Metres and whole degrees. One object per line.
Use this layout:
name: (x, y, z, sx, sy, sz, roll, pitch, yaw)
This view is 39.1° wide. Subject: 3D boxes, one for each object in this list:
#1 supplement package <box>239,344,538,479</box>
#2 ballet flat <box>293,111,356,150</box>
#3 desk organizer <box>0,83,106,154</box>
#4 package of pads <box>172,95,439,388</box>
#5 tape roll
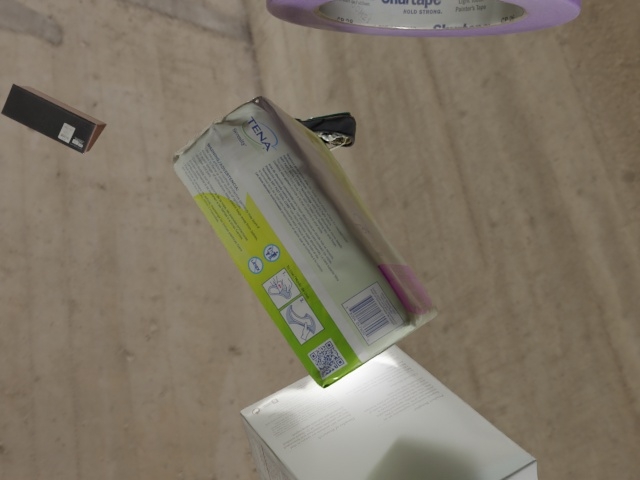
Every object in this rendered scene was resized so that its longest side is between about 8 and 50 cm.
supplement package: (0.075, 0.277, 0.965, 0.199, 0.263, 0.198, -25, -57, -21)
ballet flat: (-0.030, -0.169, 1.463, 0.203, 0.074, 0.074, -7, -113, -26)
desk organizer: (-0.372, -0.171, 1.263, 0.130, 0.047, 0.050, 26, -170, 2)
package of pads: (0.000, 0.000, 0.811, 0.229, 0.101, 0.296, 55, -173, 8)
tape roll: (0.089, -0.242, 0.794, 0.275, 0.275, 0.090, -1, -84, -39)
